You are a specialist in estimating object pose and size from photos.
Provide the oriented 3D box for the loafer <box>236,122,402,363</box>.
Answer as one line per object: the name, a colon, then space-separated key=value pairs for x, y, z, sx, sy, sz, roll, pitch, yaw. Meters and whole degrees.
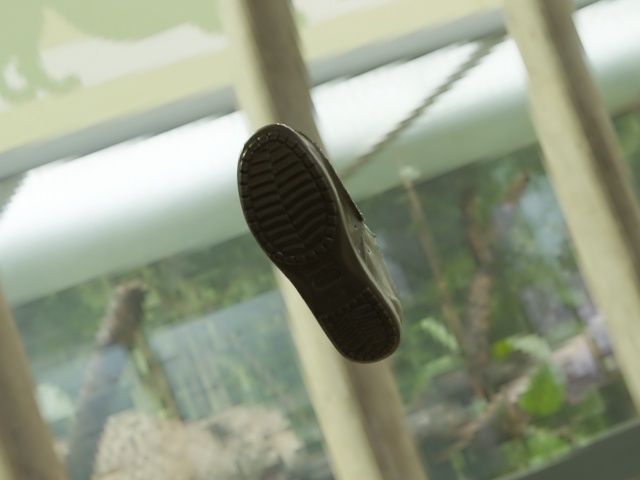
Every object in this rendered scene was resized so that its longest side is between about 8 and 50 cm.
loafer: x=0.000 y=0.000 z=1.089 sx=0.056 sy=0.148 sz=0.050 roll=-23 pitch=12 yaw=15
